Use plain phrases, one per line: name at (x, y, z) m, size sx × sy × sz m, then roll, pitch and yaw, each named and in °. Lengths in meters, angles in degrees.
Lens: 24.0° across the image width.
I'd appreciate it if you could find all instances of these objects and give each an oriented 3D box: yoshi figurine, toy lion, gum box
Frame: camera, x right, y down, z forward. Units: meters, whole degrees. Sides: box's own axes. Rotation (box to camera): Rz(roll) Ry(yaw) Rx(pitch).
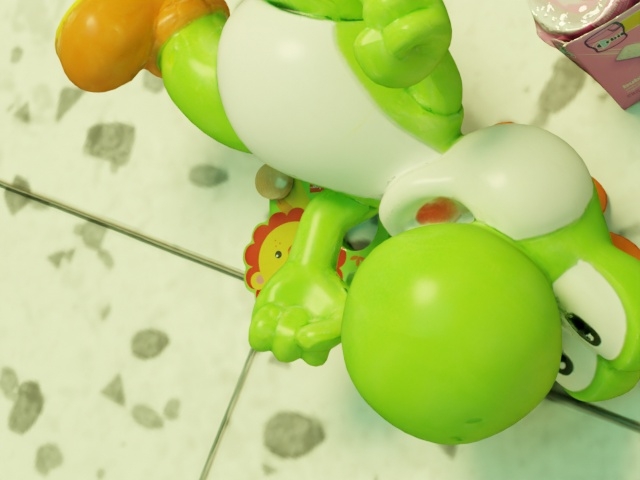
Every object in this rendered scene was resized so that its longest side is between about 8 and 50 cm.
yoshi figurine at (0.015, -0.036, 0.772) m, size 0.362 × 0.203 × 0.203 m, roll 42°, pitch 86°, yaw 10°
toy lion at (0.000, 0.000, 0.896) m, size 0.100 × 0.034 × 0.096 m, roll -5°, pitch 81°, yaw 26°
gum box at (0.203, -0.150, 0.785) m, size 0.188 × 0.107 × 0.062 m, roll -32°, pitch 65°, yaw 17°
